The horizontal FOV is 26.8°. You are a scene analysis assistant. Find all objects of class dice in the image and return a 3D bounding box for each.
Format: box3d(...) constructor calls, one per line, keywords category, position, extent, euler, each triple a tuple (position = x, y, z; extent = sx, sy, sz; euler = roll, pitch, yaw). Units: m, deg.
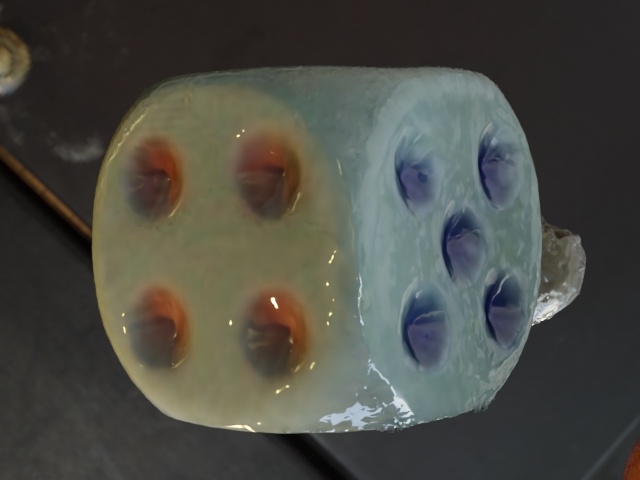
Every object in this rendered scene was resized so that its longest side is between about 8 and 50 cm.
box3d(category="dice", position=(0.000, 0.000, 1.051), extent=(0.268, 0.262, 0.265), euler=(-1, -177, 39))

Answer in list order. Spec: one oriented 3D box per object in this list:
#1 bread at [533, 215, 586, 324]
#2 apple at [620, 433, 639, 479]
box3d(category="bread", position=(0.082, 0.026, 1.304), extent=(0.337, 0.183, 0.102), euler=(17, -166, -9))
box3d(category="apple", position=(0.337, 0.192, 0.954), extent=(0.272, 0.251, 0.206), euler=(69, 180, -74))
